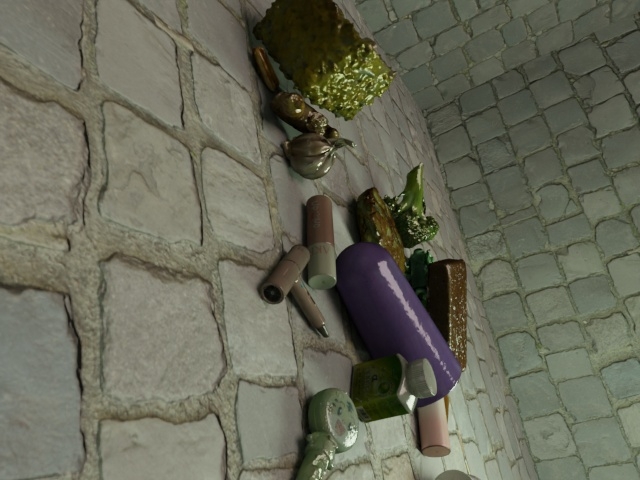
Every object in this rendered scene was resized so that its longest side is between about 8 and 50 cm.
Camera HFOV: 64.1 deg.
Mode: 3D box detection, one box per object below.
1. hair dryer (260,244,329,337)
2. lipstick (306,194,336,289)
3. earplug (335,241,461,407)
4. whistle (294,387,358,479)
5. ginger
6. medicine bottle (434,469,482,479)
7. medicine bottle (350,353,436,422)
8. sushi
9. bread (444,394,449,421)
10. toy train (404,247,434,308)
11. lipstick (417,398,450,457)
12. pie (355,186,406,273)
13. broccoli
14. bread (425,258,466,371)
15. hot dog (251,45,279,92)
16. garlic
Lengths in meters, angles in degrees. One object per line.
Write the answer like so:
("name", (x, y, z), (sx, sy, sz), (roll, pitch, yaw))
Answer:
("hair dryer", (-0.043, 0.144, 1.112), (0.195, 0.054, 0.220), (-54, 127, -63))
("lipstick", (0.000, 0.000, 1.289), (0.070, 0.070, 0.254), (46, 31, -43))
("earplug", (0.189, 0.208, 1.375), (0.456, 0.215, 0.215), (60, 24, -12))
("whistle", (0.009, 0.383, 0.989), (0.126, 0.067, 0.258), (57, 29, -11))
("ginger", (-0.040, -0.333, 1.415), (0.166, 0.080, 0.333), (34, 3, 24))
("medicine bottle", (0.431, 0.771, 1.466), (0.293, 0.170, 0.170), (51, 29, -40))
("medicine bottle", (0.174, 0.348, 1.227), (0.088, 0.188, 0.132), (56, 25, -29))
("sushi", (0.016, -0.546, 1.482), (0.396, 0.240, 0.351), (55, 20, 21))
("bread", (0.411, 0.554, 1.772), (0.088, 0.049, 0.226), (66, 22, -6))
("toy train", (0.396, 0.155, 1.991), (0.243, 0.132, 0.188), (-81, 150, -48))
("lipstick", (0.345, 0.504, 1.613), (0.087, 0.087, 0.327), (51, 29, -37))
("pie", (0.205, -0.020, 1.734), (0.354, 0.103, 0.288), (49, 29, -48))
("broccoli", (0.317, -0.112, 1.995), (0.254, 0.186, 0.302), (-22, 92, -28))
("bread", (0.450, 0.275, 1.838), (0.165, 0.113, 0.416), (-1, 92, -52))
("hot dog", (-0.153, -0.468, 1.399), (0.133, 0.041, 0.056), (65, 30, -25))
("garlic", (0.007, -0.232, 1.368), (0.131, 0.194, 0.127), (-20, 102, -70))
